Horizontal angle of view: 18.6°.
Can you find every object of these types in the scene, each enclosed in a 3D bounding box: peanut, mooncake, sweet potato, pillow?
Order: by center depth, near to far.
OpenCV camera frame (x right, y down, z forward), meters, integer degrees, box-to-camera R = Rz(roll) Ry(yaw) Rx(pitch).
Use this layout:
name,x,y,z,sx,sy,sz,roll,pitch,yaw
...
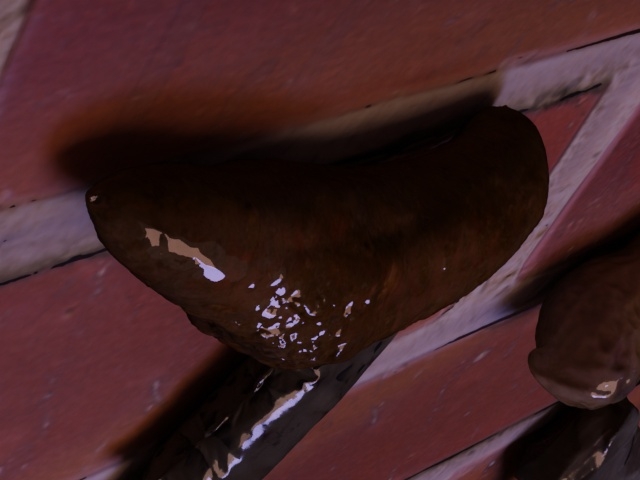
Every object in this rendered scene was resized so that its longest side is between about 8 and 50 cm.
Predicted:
name,x,y,z,sx,sy,sz,roll,pitch,yaw
sweet potato,0.000,0.003,0.914,0.341,0.092,0.114,-11,119,-53
pillow,-0.042,0.101,1.075,0.241,0.051,0.093,-43,164,7
peanut,0.225,0.047,1.366,0.228,0.104,0.086,-25,144,-33
mooncake,0.218,0.194,1.666,0.130,0.073,0.125,-46,144,-18

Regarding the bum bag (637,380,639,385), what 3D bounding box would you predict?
name,x,y,z,sx,sy,sz,roll,pitch,yaw
bum bag,0.300,0.034,1.530,0.232,0.060,0.106,-53,165,31
